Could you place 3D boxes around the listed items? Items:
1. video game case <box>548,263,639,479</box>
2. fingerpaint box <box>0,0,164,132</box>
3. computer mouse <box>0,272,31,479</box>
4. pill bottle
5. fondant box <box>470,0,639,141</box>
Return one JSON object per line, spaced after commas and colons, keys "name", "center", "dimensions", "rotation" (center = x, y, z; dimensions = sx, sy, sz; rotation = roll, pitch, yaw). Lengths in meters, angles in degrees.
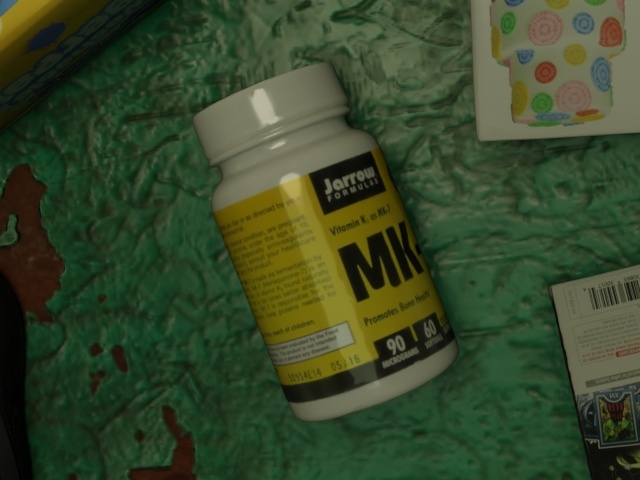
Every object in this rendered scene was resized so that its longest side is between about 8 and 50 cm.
{"name": "video game case", "center": [0.272, 0.097, 0.690], "dimensions": [0.232, 0.042, 0.210], "rotation": [-16, 58, 15]}
{"name": "fingerpaint box", "center": [-0.212, -0.313, 0.722], "dimensions": [0.444, 0.163, 0.371], "rotation": [-36, 90, 10]}
{"name": "computer mouse", "center": [-0.263, 0.136, 0.818], "dimensions": [0.188, 0.072, 0.272], "rotation": [-9, 94, 10]}
{"name": "pill bottle", "center": [0.000, 0.000, 0.744], "dimensions": [0.119, 0.119, 0.209], "rotation": [-22, 92, 9]}
{"name": "fondant box", "center": [0.203, -0.232, 0.671], "dimensions": [0.238, 0.096, 0.331], "rotation": [-3, 107, 8]}
